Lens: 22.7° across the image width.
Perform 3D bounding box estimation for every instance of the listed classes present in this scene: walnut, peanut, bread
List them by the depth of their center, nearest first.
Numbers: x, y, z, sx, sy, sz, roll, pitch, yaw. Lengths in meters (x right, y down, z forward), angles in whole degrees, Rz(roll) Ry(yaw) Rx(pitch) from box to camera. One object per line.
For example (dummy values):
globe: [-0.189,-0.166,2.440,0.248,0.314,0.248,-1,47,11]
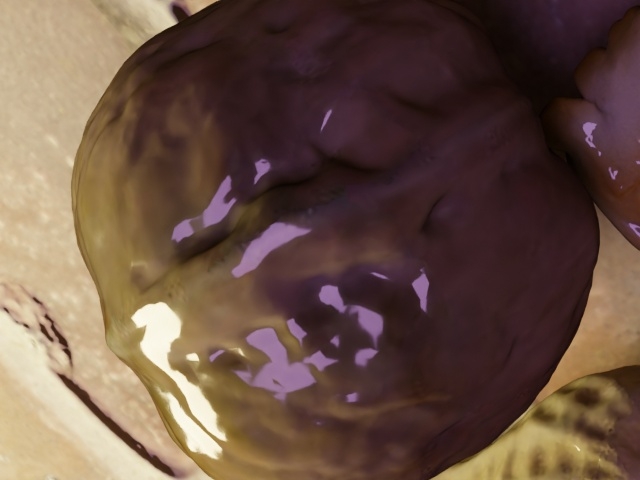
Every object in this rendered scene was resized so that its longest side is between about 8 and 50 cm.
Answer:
bread: [0.198,-0.077,0.739,0.134,0.081,0.225,37,126,4]
walnut: [0.001,0.000,0.757,0.248,0.248,0.248,9,121,16]
peanut: [0.099,0.169,0.883,0.298,0.136,0.120,-31,104,33]
